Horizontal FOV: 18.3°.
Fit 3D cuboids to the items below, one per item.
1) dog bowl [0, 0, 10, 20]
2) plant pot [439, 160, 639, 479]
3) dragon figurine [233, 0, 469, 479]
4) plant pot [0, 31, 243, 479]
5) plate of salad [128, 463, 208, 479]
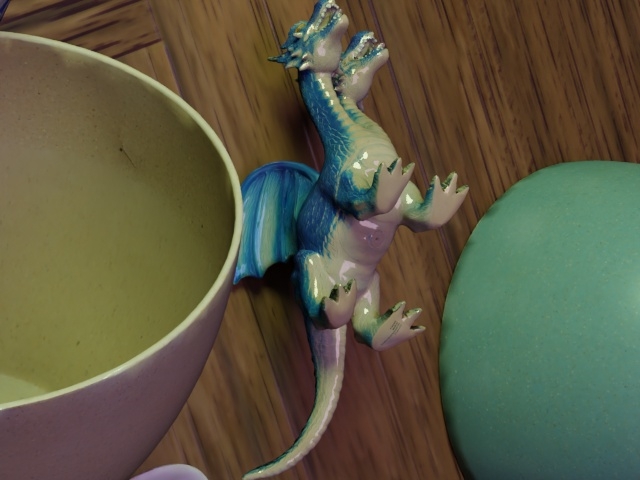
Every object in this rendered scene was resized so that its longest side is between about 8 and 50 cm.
[{"bbox_3d":[-0.270,-0.171,0.951,0.265,0.104,0.265,11,57,-18],"label":"dog bowl"},{"bbox_3d":[0.253,0.082,1.354,0.290,0.195,0.290,3,85,-37],"label":"plant pot"},{"bbox_3d":[0.000,0.000,1.231,0.085,0.144,0.289,11,100,-38],"label":"dragon figurine"},{"bbox_3d":[-0.186,0.051,1.002,0.284,0.284,0.191,-31,143,-35],"label":"plant pot"},{"bbox_3d":[-0.117,0.214,1.096,0.200,0.048,0.200,-42,150,-31],"label":"plate of salad"}]
